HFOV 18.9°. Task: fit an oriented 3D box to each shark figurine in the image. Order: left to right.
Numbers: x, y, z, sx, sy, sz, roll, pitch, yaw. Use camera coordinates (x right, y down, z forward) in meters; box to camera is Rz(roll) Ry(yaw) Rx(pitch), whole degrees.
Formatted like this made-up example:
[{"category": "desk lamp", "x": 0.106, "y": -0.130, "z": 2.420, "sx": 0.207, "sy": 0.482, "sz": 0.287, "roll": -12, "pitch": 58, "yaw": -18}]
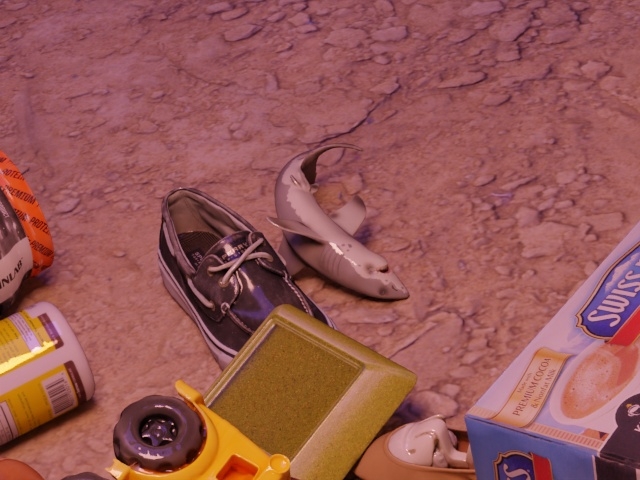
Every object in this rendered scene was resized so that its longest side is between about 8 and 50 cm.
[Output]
[{"category": "shark figurine", "x": -0.021, "y": -0.018, "z": 2.160, "sx": 0.166, "sy": 0.116, "sz": 0.278, "roll": 11, "pitch": 34, "yaw": -26}]

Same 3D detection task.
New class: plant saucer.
[{"category": "plant saucer", "x": -0.033, "y": 0.156, "z": 1.875, "sx": 0.188, "sy": 0.045, "sz": 0.188, "roll": 27, "pitch": 71, "yaw": 36}]

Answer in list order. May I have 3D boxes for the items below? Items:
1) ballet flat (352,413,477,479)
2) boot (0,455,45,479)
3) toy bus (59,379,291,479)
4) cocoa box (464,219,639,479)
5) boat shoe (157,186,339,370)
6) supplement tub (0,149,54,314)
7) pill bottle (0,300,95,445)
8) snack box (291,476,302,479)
[{"category": "ballet flat", "x": 0.136, "y": 0.195, "z": 1.806, "sx": 0.232, "sy": 0.073, "sz": 0.080, "roll": 2, "pitch": 36, "yaw": 22}, {"category": "boot", "x": -0.342, "y": 0.276, "z": 1.849, "sx": 0.152, "sy": 0.073, "sz": 0.197, "roll": 17, "pitch": 44, "yaw": 37}, {"category": "toy bus", "x": -0.111, "y": 0.262, "z": 1.628, "sx": 0.211, "sy": 0.149, "sz": 0.220, "roll": 30, "pitch": 54, "yaw": 20}, {"category": "cocoa box", "x": 0.318, "y": 0.161, "z": 1.650, "sx": 0.228, "sy": 0.231, "sz": 0.347, "roll": 15, "pitch": 42, "yaw": 35}, {"category": "boat shoe", "x": -0.094, "y": 0.047, "z": 2.061, "sx": 0.121, "sy": 0.119, "sz": 0.335, "roll": -28, "pitch": 37, "yaw": -22}, {"category": "supplement tub", "x": -0.481, "y": 0.036, "z": 2.132, "sx": 0.338, "sy": 0.207, "sz": 0.207, "roll": -29, "pitch": 37, "yaw": -23}, {"category": "pill bottle", "x": -0.350, "y": 0.157, "z": 1.985, "sx": 0.215, "sy": 0.117, "sz": 0.117, "roll": -26, "pitch": 36, "yaw": -17}, {"category": "snack box", "x": -0.095, "y": 0.283, "z": 1.752, "sx": 0.207, "sy": 0.070, "sz": 0.174, "roll": 14, "pitch": 42, "yaw": 30}]
